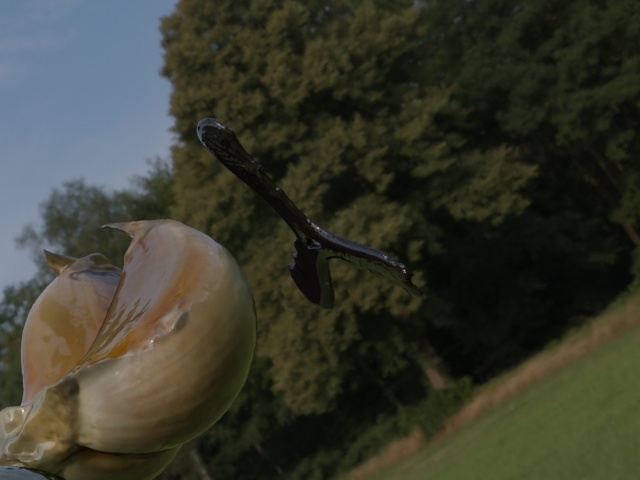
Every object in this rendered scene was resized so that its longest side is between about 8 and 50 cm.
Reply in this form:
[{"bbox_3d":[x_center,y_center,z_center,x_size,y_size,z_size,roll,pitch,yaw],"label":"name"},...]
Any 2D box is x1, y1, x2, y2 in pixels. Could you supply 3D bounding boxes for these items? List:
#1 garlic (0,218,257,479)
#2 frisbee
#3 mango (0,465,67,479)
[{"bbox_3d":[-0.197,0.114,1.031,0.313,0.250,0.286,-82,8,-62],"label":"garlic"},{"bbox_3d":[0.000,0.000,0.742,0.012,0.187,0.211,-47,-50,-19],"label":"frisbee"},{"bbox_3d":[-0.260,0.179,0.472,0.330,0.176,0.175,5,-56,-23],"label":"mango"}]
